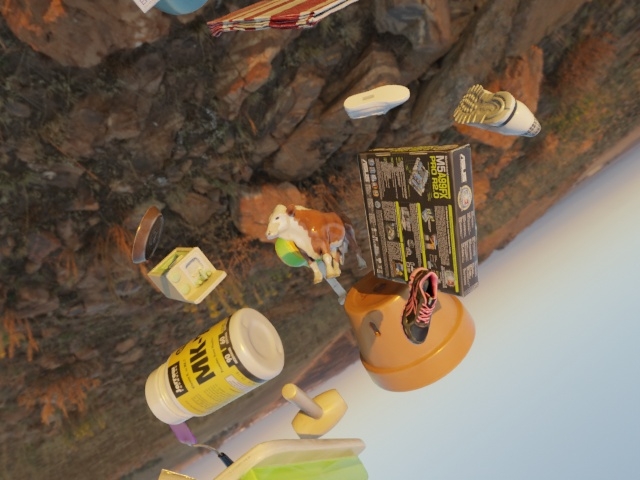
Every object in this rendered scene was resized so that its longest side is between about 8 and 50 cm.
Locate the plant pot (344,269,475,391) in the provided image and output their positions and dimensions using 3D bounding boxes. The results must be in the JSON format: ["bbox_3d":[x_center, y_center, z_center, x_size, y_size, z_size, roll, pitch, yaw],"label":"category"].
[{"bbox_3d":[0.193,0.184,1.086,0.291,0.203,0.291,-31,-163,11],"label":"plant pot"}]

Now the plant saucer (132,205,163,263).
[{"bbox_3d":[-0.471,-0.012,1.245,0.168,0.029,0.168,-162,-90,-84],"label":"plant saucer"}]

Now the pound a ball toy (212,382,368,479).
[{"bbox_3d":[-0.023,0.253,0.438,0.136,0.208,0.319,-41,150,1],"label":"pound a ball toy"}]

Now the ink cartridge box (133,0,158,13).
[{"bbox_3d":[-0.445,-0.745,1.141,0.223,0.045,0.224,-40,126,1],"label":"ink cartridge box"}]

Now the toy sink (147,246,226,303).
[{"bbox_3d":[-0.470,0.115,1.575,0.234,0.131,0.153,2,-138,48],"label":"toy sink"}]

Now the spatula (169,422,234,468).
[{"bbox_3d":[-0.244,0.474,1.008,0.084,0.296,0.030,-22,-153,44],"label":"spatula"}]

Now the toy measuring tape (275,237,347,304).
[{"bbox_3d":[-0.040,0.071,1.355,0.121,0.330,0.121,-36,177,-2],"label":"toy measuring tape"}]

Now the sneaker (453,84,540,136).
[{"bbox_3d":[0.363,-0.265,0.952,0.235,0.095,0.090,-105,-142,-63],"label":"sneaker"}]

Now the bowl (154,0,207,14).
[{"bbox_3d":[-0.501,-0.919,1.460,0.311,0.311,0.163,-38,-175,15],"label":"bowl"}]

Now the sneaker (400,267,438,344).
[{"bbox_3d":[0.154,0.098,0.680,0.047,0.119,0.057,10,172,-12],"label":"sneaker"}]

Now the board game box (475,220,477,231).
[{"bbox_3d":[0.369,-0.020,1.157,0.026,0.126,0.186,-4,158,30],"label":"board game box"}]

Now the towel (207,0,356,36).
[{"bbox_3d":[-0.086,-0.562,1.111,0.237,0.329,0.037,-48,137,-38],"label":"towel"}]

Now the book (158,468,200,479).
[{"bbox_3d":[-0.272,0.507,0.840,0.035,0.096,0.144,-105,-144,-75],"label":"book"}]

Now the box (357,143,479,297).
[{"bbox_3d":[0.184,-0.042,0.863,0.060,0.270,0.216,-25,-158,-38],"label":"box"}]

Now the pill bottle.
[{"bbox_3d":[-0.173,0.208,0.729,0.208,0.119,0.119,-34,166,17],"label":"pill bottle"}]

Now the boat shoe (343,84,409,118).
[{"bbox_3d":[0.161,-0.383,1.272,0.184,0.066,0.063,-13,149,14],"label":"boat shoe"}]

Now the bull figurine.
[{"bbox_3d":[0.000,0.000,1.068,0.101,0.188,0.310,-23,173,32],"label":"bull figurine"}]
